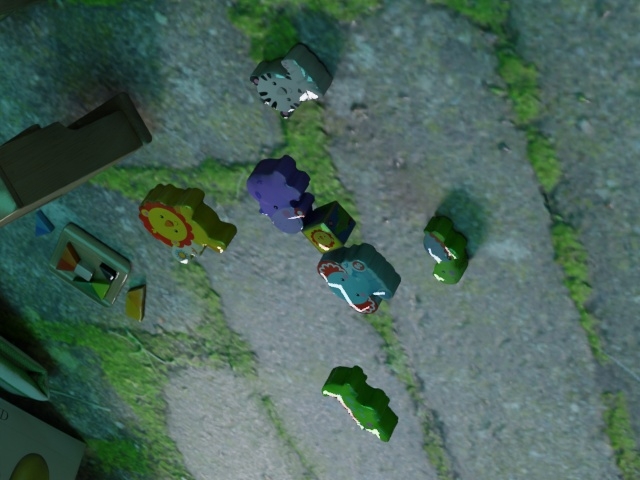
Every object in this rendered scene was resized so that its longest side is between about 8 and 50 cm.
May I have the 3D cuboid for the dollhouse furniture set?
[{"bbox_3d":[-0.256,-0.131,0.980,0.212,0.161,0.242,-26,96,32],"label":"dollhouse furniture set"}]

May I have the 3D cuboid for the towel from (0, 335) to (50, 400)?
[{"bbox_3d":[-0.442,0.090,1.351,0.325,0.038,0.248,-3,148,36],"label":"towel"}]

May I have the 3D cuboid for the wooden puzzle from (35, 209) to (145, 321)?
[{"bbox_3d":[-0.199,0.025,1.192,0.116,0.014,0.078,30,141,4],"label":"wooden puzzle"}]

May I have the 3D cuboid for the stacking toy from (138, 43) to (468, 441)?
[{"bbox_3d":[0.000,0.000,0.913,0.052,0.167,0.221,-22,118,45],"label":"stacking toy"}]

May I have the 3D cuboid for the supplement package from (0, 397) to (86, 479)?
[{"bbox_3d":[-0.398,0.286,1.362,0.198,0.262,0.199,-11,144,40],"label":"supplement package"}]
